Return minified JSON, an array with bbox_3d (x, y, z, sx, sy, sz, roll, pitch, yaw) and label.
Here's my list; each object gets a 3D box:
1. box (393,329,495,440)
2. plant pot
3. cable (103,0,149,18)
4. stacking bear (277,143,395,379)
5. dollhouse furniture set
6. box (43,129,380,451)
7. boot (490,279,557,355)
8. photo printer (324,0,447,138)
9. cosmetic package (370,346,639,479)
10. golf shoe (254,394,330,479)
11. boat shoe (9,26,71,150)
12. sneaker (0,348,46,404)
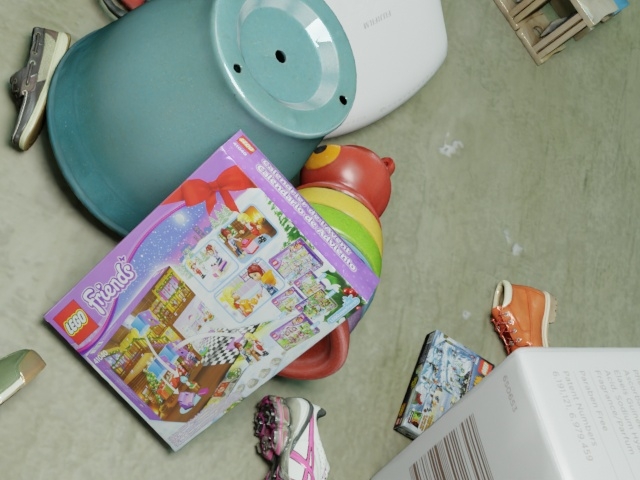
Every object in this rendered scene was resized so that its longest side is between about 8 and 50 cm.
[{"bbox_3d":[0.152,0.190,1.372,0.094,0.027,0.137,32,59,-14],"label":"box"},{"bbox_3d":[-0.109,-0.155,1.192,0.272,0.255,0.271,17,63,-36],"label":"plant pot"},{"bbox_3d":[-0.269,-0.349,1.343,0.287,0.072,0.139,33,65,-1],"label":"cable"},{"bbox_3d":[0.000,0.000,1.288,0.164,0.175,0.289,52,43,-29],"label":"stacking bear"},{"bbox_3d":[0.375,-0.371,1.654,0.184,0.129,0.129,-34,90,-33],"label":"dollhouse furniture set"},{"bbox_3d":[-0.113,0.058,1.121,0.201,0.293,0.057,47,28,-6],"label":"box"},{"bbox_3d":[0.250,0.123,1.440,0.085,0.059,0.157,24,53,-16],"label":"boot"},{"bbox_3d":[0.030,-0.287,1.370,0.256,0.107,0.307,-32,123,-29],"label":"photo printer"},{"bbox_3d":[0.326,0.327,1.196,0.394,0.329,0.327,3,54,-28],"label":"cosmetic package"},{"bbox_3d":[-0.022,0.260,1.223,0.086,0.067,0.186,10,66,-28],"label":"golf shoe"},{"bbox_3d":[-0.317,-0.168,1.236,0.049,0.056,0.152,18,59,-10],"label":"boat shoe"},{"bbox_3d":[-0.361,0.145,1.077,0.192,0.064,0.086,-40,98,-31],"label":"sneaker"}]
